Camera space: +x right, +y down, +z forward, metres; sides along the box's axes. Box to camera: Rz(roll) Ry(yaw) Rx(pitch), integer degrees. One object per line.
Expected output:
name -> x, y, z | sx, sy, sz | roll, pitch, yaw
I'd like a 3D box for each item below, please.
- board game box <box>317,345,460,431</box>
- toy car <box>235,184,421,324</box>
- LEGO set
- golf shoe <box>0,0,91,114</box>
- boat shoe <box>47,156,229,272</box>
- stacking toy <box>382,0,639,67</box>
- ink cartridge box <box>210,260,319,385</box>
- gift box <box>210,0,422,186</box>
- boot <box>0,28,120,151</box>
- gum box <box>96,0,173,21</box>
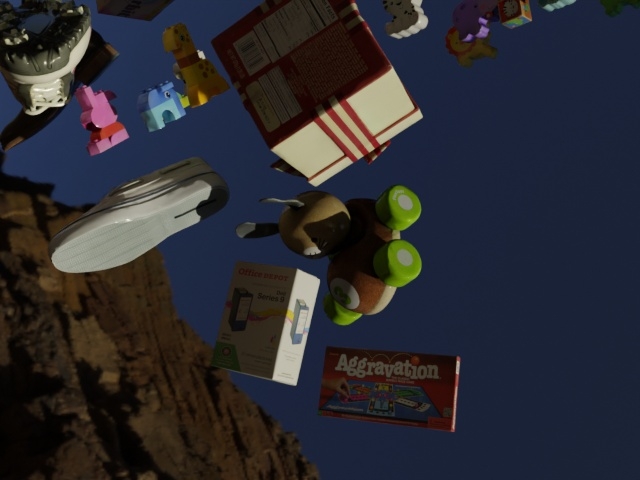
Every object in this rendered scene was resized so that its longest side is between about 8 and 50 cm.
board game box -> 0.134, 0.294, 1.434 | 0.281, 0.027, 0.145 | 0, -108, 24
toy car -> 0.000, 0.000, 0.848 | 0.155, 0.188, 0.149 | -44, -145, 51
LEGO set -> -0.182, -0.192, 0.830 | 0.087, 0.227, 0.093 | -8, -66, 36
golf shoe -> -0.288, -0.189, 0.750 | 0.105, 0.120, 0.273 | -17, -152, -17
boat shoe -> -0.225, -0.034, 0.870 | 0.226, 0.083, 0.076 | -23, -125, -23
stacking toy -> 0.184, -0.229, 0.663 | 0.221, 0.167, 0.052 | -12, -96, 37
ink cartridge box -> -0.105, 0.155, 1.373 | 0.154, 0.093, 0.213 | 7, -104, 32
gift box -> -0.016, -0.255, 1.177 | 0.276, 0.258, 0.255 | -28, -107, 13
boot -> -0.401, -0.231, 1.017 | 0.219, 0.106, 0.082 | -42, -162, 3
gum box -> -0.309, -0.459, 1.258 | 0.188, 0.107, 0.062 | -15, -98, 49
